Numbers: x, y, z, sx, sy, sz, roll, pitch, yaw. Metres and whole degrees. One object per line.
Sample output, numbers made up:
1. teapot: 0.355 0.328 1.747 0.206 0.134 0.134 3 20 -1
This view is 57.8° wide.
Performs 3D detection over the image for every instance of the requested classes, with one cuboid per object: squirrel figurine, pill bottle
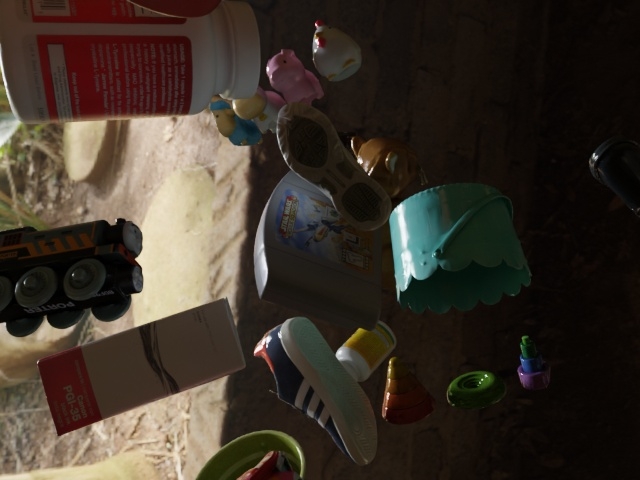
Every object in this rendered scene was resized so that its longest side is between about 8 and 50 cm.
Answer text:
1. squirrel figurine: 0.110 -0.079 1.521 0.281 0.396 0.371 -132 40 -52
2. pill bottle: -0.323 -0.327 1.007 0.229 0.407 0.229 172 90 -68
3. pill bottle: 0.118 0.332 1.679 0.117 0.208 0.118 28 139 28

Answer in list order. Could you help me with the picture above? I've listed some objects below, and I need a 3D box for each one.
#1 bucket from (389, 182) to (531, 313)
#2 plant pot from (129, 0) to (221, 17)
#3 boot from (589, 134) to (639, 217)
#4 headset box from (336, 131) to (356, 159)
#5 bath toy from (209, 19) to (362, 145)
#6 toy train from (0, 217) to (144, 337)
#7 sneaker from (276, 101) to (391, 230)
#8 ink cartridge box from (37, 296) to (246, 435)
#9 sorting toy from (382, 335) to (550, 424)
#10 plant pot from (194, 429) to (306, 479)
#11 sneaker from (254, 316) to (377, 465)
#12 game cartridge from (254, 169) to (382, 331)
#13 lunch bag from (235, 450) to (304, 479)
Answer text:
1. bucket: 0.271 0.020 1.166 0.281 0.281 0.183 -33 55 46
2. plant pot: -0.148 -0.394 0.603 0.243 0.274 0.275 -51 48 37
3. boot: 0.613 -0.068 1.043 0.094 0.246 0.207 -44 41 17
4. headset box: 0.070 -0.269 1.669 0.032 0.062 0.083 -75 -13 -58
5. bath toy: -0.077 -0.341 1.245 0.348 0.151 0.129 -31 85 24
6. toy train: -0.480 0.056 1.058 0.333 0.142 0.190 -10 58 7
7. sneaker: 0.016 -0.111 0.899 0.090 0.115 0.232 -37 91 7
8. ink cartridge box: -0.269 0.199 0.933 0.207 0.282 0.117 125 126 -74
9. sorting toy: 0.291 0.277 1.225 0.365 0.127 0.126 -16 100 11
10. plant pot: -0.120 0.622 1.305 0.276 0.276 0.254 19 137 53
11. sneaker: -0.013 0.329 1.229 0.148 0.131 0.350 -28 96 29
12. game cartridge: 0.000 0.000 0.912 0.062 0.198 0.297 -58 15 35
13. lunch bag: -0.124 0.444 0.869 0.120 0.258 0.293 42 135 7
